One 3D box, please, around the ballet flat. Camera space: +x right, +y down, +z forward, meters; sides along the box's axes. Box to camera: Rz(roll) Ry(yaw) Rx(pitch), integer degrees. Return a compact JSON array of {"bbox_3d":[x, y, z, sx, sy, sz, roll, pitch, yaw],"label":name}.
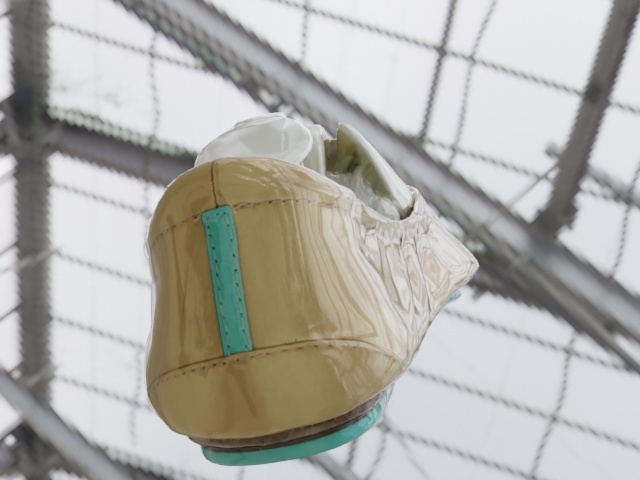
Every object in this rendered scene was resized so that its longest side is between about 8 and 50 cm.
[{"bbox_3d":[0.000,0.000,0.491,0.232,0.080,0.073,-57,134,-84],"label":"ballet flat"}]
